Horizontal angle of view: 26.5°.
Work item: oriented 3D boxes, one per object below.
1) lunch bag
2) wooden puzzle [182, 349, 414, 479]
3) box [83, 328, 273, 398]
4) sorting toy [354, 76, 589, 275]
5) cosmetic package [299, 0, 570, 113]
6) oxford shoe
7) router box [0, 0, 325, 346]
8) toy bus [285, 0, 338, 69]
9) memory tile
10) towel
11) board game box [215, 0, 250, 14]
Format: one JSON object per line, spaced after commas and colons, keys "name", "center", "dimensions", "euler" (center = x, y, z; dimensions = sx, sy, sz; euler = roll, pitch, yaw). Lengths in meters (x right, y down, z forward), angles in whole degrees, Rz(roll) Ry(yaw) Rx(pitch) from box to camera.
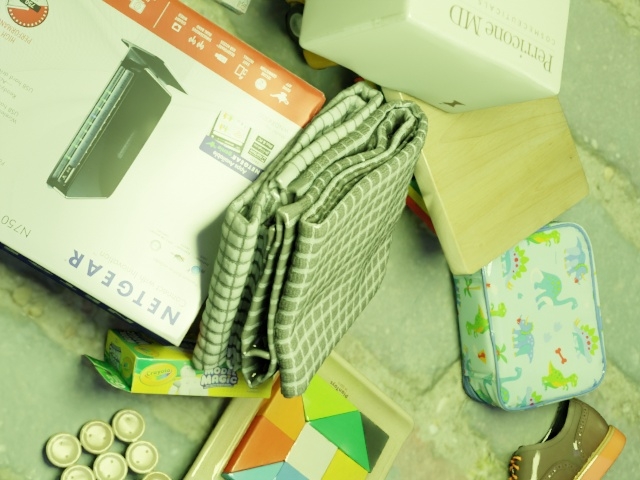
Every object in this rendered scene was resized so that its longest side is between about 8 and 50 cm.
{"name": "lunch bag", "center": [0.254, 0.089, 1.640], "dimensions": [0.176, 0.090, 0.219], "euler": [-12, 97, -25]}
{"name": "wooden puzzle", "center": [-0.017, 0.243, 1.525], "dimensions": [0.221, 0.044, 0.238], "euler": [42, 67, -22]}
{"name": "box", "center": [-0.150, 0.128, 1.431], "dimensions": [0.179, 0.105, 0.043], "euler": [3, 102, -27]}
{"name": "sorting toy", "center": [0.168, -0.120, 1.561], "dimensions": [0.257, 0.089, 0.255], "euler": [-30, 103, -42]}
{"name": "cosmetic package", "center": [0.140, -0.383, 1.389], "dimensions": [0.230, 0.161, 0.453], "euler": [18, 75, -39]}
{"name": "oxford shoe", "center": [0.255, 0.308, 1.662], "dimensions": [0.098, 0.097, 0.271], "euler": [44, 68, 0]}
{"name": "router box", "center": [-0.212, -0.104, 1.366], "dimensions": [0.335, 0.082, 0.301], "euler": [31, 78, -10]}
{"name": "toy bus", "center": [0.006, -0.360, 1.464], "dimensions": [0.108, 0.130, 0.332], "euler": [-27, 104, -38]}
{"name": "memory tile", "center": [-0.214, 0.258, 1.432], "dimensions": [0.113, 0.012, 0.148], "euler": [-20, 80, -25]}
{"name": "towel", "center": [0.000, 0.000, 1.384], "dimensions": [0.121, 0.235, 0.283], "euler": [27, 40, 13]}
{"name": "board game box", "center": [-0.105, -0.307, 1.484], "dimensions": [0.090, 0.020, 0.090], "euler": [26, 81, -25]}
